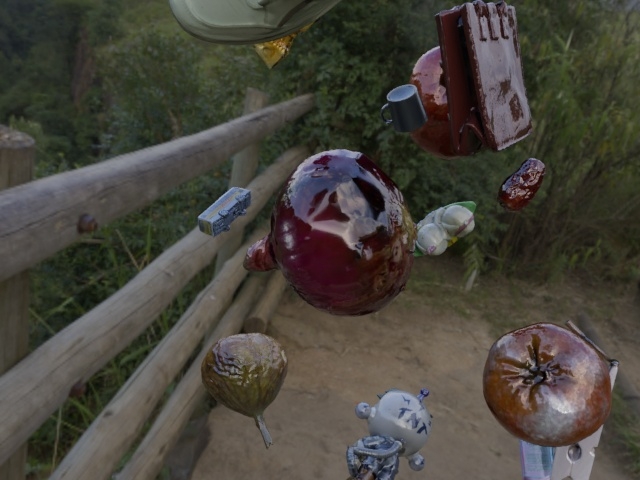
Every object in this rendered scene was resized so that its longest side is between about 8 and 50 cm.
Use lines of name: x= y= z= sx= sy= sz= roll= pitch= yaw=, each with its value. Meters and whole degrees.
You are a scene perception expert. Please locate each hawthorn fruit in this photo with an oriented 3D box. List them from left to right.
hawthorn fruit: x=0.338 y=-0.375 z=1.476 sx=0.287 sy=0.287 sz=0.330 roll=20 pitch=-8 yaw=23
hawthorn fruit: x=0.433 y=0.277 z=1.110 sx=0.232 sy=0.234 sz=0.263 roll=3 pitch=-6 yaw=6

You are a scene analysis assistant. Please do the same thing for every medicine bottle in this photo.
medicine bottle: x=0.610 y=0.637 z=1.569 sx=0.095 sy=0.187 sz=0.119 roll=-11 pitch=-31 yaw=27

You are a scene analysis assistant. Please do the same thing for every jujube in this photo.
jujube: x=0.446 y=-0.124 z=1.262 sx=0.077 sy=0.129 sz=0.077 roll=32 pitch=7 yaw=-5

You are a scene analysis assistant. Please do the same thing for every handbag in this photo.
handbag: x=0.323 y=-0.315 z=1.093 sx=0.084 sy=0.275 sz=0.260 roll=-2 pitch=18 yaw=40

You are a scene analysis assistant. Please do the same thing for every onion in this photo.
onion: x=0.000 y=0.000 z=1.187 sx=0.386 sy=0.347 sz=0.348 roll=-14 pitch=10 yaw=24

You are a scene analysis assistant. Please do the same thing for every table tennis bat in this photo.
table tennis bat: x=0.850 y=0.273 z=1.724 sx=0.170 sy=0.119 sz=0.107 roll=45 pitch=7 yaw=12

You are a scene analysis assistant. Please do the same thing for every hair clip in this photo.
hair clip: x=0.647 y=0.442 z=1.400 sx=0.101 sy=0.330 sz=0.085 roll=13 pitch=-1 yaw=22

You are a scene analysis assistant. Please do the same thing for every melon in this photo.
melon: x=-0.089 y=-0.461 z=1.213 sx=0.128 sy=0.160 sz=0.079 roll=25 pitch=39 yaw=-41

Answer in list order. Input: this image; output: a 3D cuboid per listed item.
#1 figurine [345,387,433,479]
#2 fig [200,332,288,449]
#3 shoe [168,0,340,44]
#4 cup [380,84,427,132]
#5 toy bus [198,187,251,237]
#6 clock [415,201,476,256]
figurine: x=0.199 y=0.589 z=1.650 sx=0.186 sy=0.261 sz=0.382 roll=-23 pitch=17 yaw=45
fig: x=-0.223 y=0.479 z=1.805 sx=0.286 sy=0.286 sz=0.368 roll=0 pitch=51 yaw=-28
shoe: x=-0.016 y=-0.271 z=0.515 sx=0.317 sy=0.124 sz=0.159 roll=-23 pitch=17 yaw=15
cup: x=0.177 y=-0.288 z=1.245 sx=0.100 sy=0.077 sz=0.078 roll=-8 pitch=41 yaw=24
toy bus: x=-0.273 y=-0.084 z=1.637 sx=0.075 sy=0.064 sz=0.190 roll=16 pitch=41 yaw=19
clock: x=0.347 y=-0.030 z=1.610 sx=0.103 sy=0.231 sz=0.144 roll=48 pitch=3 yaw=-16
